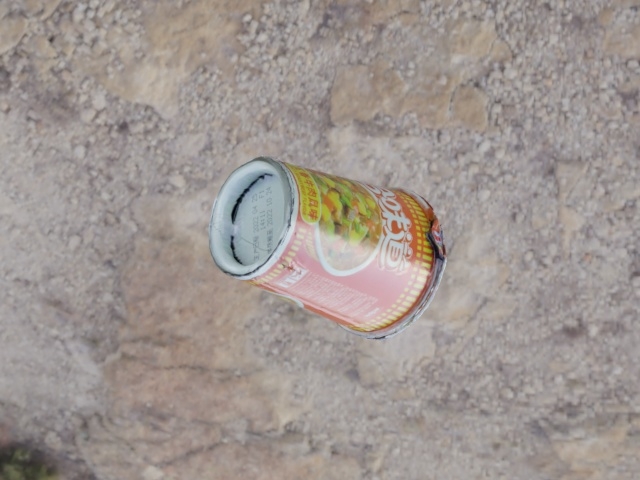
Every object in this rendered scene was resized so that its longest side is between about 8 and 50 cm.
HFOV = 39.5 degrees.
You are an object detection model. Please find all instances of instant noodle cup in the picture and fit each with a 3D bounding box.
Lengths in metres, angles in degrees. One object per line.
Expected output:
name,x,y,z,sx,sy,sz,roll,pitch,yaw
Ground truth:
instant noodle cup,0.000,0.000,0.977,0.193,0.193,0.212,-27,148,37
